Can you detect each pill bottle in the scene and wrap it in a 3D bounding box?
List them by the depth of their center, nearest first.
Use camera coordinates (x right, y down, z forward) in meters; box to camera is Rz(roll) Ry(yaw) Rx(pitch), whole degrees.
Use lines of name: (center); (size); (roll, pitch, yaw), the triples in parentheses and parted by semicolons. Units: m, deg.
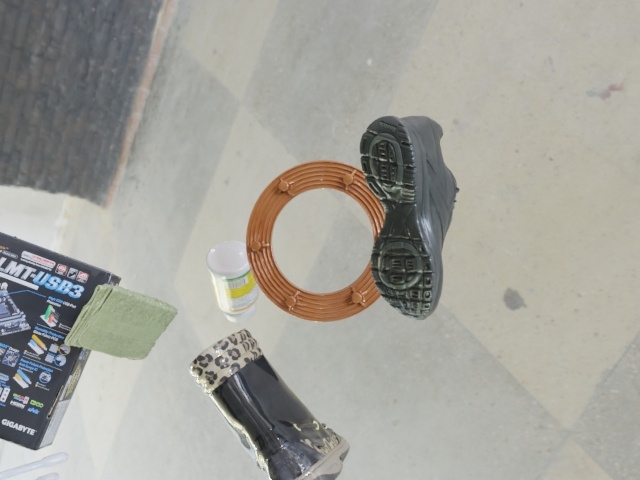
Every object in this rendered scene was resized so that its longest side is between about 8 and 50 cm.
pill bottle: (-0.215, 0.110, 1.565); (0.209, 0.117, 0.118); (86, 161, -45)

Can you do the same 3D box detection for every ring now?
ring: (0.000, 0.000, 1.286); (0.336, 0.032, 0.337); (0, 88, 14)

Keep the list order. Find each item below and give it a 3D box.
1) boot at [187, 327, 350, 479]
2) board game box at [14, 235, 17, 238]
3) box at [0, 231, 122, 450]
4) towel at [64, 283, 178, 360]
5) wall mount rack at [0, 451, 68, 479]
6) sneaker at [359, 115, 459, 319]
boot: (-0.087, 0.301, 1.092); (0.138, 0.377, 0.284); (-38, 81, -2)
board game box: (-0.676, 0.128, 1.407); (0.165, 0.042, 0.243); (53, 140, 21)
box: (-0.515, 0.141, 0.993); (0.073, 0.295, 0.294); (112, 177, -78)
towel: (-0.286, 0.120, 0.909); (0.110, 0.148, 0.027); (-53, 52, 6)
wall mount rack: (-0.552, 0.451, 0.970); (0.304, 0.130, 0.350); (-57, 6, -37)
sneaker: (0.137, -0.031, 0.841); (0.109, 0.130, 0.287); (13, 116, 42)
